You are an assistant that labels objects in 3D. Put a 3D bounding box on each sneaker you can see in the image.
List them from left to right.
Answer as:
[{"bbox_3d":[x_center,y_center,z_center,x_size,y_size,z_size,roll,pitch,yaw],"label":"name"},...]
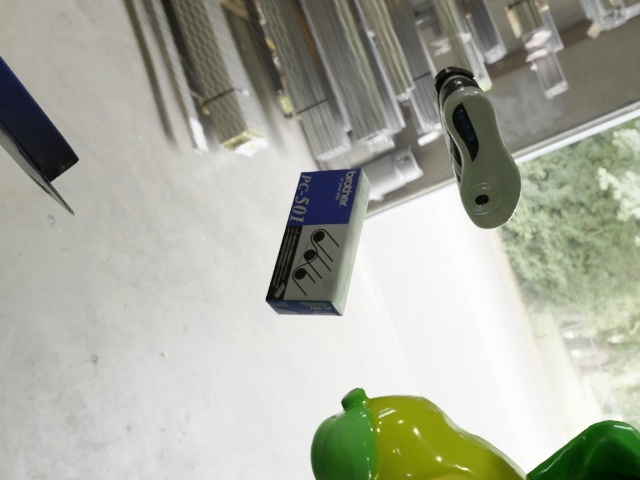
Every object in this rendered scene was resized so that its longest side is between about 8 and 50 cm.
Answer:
[{"bbox_3d":[0.202,-0.128,0.905,0.121,0.079,0.217,-95,166,-51],"label":"sneaker"}]

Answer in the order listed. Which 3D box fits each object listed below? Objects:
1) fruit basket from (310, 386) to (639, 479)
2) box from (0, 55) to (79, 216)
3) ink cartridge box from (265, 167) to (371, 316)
[{"bbox_3d":[0.143,0.290,0.542,0.392,0.392,0.283,58,-2,-28],"label":"fruit basket"},{"bbox_3d":[-0.270,-0.125,0.553,0.136,0.036,0.225,27,-28,48],"label":"box"},{"bbox_3d":[0.000,0.000,0.936,0.046,0.097,0.207,55,42,-49],"label":"ink cartridge box"}]
